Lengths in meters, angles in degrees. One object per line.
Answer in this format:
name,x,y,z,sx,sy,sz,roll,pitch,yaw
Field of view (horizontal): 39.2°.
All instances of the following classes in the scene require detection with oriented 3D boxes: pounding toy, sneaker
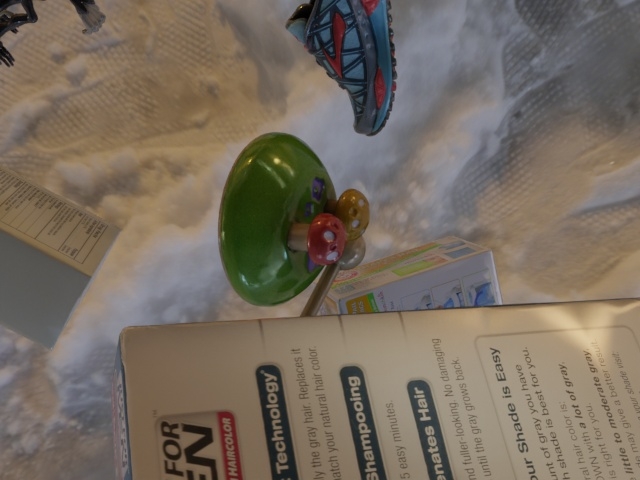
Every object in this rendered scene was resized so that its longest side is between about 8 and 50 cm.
pounding toy,0.000,0.000,0.934,0.110,0.237,0.183,7,56,29
sneaker,0.022,-0.248,1.072,0.125,0.104,0.261,-6,116,2

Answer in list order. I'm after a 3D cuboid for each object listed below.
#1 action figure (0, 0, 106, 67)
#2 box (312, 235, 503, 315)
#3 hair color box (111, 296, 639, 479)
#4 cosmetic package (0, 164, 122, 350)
action figure,-0.351,-0.358,1.208,0.276,0.141,0.164,-31,43,28
box,0.107,0.078,1.112,0.203,0.114,0.103,-18,104,-15
hair color box,0.068,0.135,0.496,0.347,0.105,0.173,-1,58,-17
cosmetic package,-0.400,-0.019,1.016,0.310,0.160,0.113,30,108,-10
